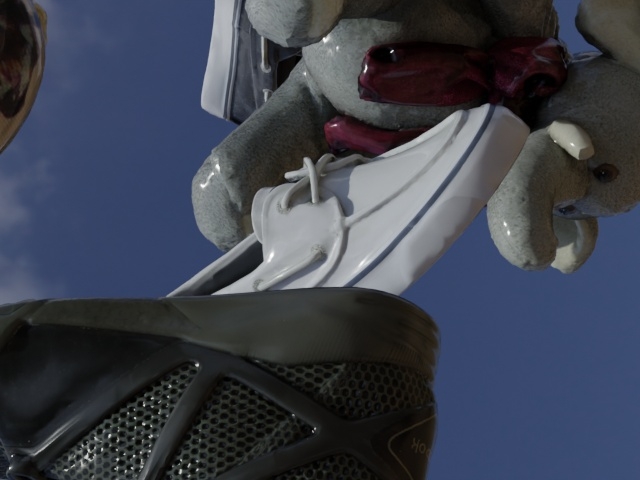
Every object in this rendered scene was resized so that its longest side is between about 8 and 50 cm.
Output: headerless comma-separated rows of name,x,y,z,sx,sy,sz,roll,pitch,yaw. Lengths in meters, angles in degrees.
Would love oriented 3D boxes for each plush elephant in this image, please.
plush elephant,0.112,-0.084,0.970,0.330,0.255,0.272,-39,-18,-41

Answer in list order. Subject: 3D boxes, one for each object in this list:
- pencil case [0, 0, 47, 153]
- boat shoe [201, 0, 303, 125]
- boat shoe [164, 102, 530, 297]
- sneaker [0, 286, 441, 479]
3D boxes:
pencil case,-0.199,-0.182,0.392,0.183,0.160,0.410,-35,-43,-22
boat shoe,-0.039,-0.212,1.363,0.108,0.102,0.301,-57,-12,-42
boat shoe,0.000,0.000,0.800,0.084,0.258,0.095,42,-149,-10
sneaker,-0.070,0.090,0.542,0.087,0.228,0.130,66,-155,-59
